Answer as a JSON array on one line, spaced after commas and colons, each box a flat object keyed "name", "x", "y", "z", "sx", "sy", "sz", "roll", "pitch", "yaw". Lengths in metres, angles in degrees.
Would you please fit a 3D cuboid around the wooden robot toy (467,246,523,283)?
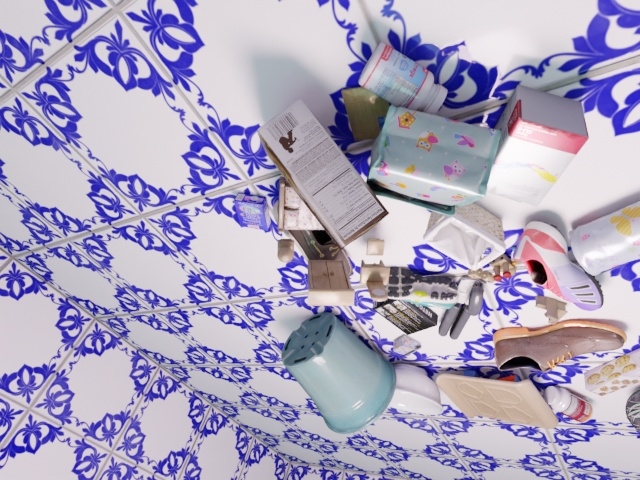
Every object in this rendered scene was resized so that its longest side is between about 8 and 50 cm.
[{"name": "wooden robot toy", "x": 0.491, "y": 0.084, "z": 1.136, "sx": 0.079, "sy": 0.076, "sz": 0.173, "roll": 30, "pitch": 141, "yaw": -28}]

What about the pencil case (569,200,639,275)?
[{"name": "pencil case", "x": 0.687, "y": -0.019, "z": 0.902, "sx": 0.124, "sy": 0.114, "sz": 0.273, "roll": 31, "pitch": 139, "yaw": -21}]

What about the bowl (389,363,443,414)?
[{"name": "bowl", "x": 0.347, "y": 0.581, "z": 1.681, "sx": 0.297, "sy": 0.134, "sz": 0.298, "roll": 14, "pitch": 149, "yaw": 8}]

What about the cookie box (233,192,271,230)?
[{"name": "cookie box", "x": -0.201, "y": -0.085, "z": 1.254, "sx": 0.091, "sy": 0.040, "sz": 0.107, "roll": 10, "pitch": 139, "yaw": 12}]

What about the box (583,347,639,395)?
[{"name": "box", "x": 0.950, "y": 0.388, "z": 1.284, "sx": 0.063, "sy": 0.067, "sz": 0.324, "roll": 23, "pitch": 141, "yaw": -3}]

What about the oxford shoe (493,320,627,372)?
[{"name": "oxford shoe", "x": 0.711, "y": 0.334, "z": 1.270, "sx": 0.363, "sy": 0.133, "sz": 0.130, "roll": -19, "pitch": 126, "yaw": 37}]

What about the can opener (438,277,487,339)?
[{"name": "can opener", "x": 0.429, "y": 0.225, "z": 1.293, "sx": 0.075, "sy": 0.095, "sz": 0.284, "roll": 15, "pitch": 133, "yaw": 8}]

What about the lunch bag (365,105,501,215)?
[{"name": "lunch bag", "x": 0.213, "y": -0.153, "z": 0.886, "sx": 0.223, "sy": 0.160, "sz": 0.262, "roll": 15, "pitch": 176, "yaw": 2}]

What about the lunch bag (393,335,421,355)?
[{"name": "lunch bag", "x": 0.323, "y": 0.395, "z": 1.565, "sx": 0.083, "sy": 0.053, "sz": 0.071, "roll": 22, "pitch": 142, "yaw": -17}]

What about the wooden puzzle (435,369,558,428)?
[{"name": "wooden puzzle", "x": 0.664, "y": 0.586, "z": 1.595, "sx": 0.347, "sy": 0.081, "sz": 0.322, "roll": -14, "pitch": 129, "yaw": 42}]

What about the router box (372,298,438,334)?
[{"name": "router box", "x": 0.283, "y": 0.240, "z": 1.411, "sx": 0.179, "sy": 0.046, "sz": 0.133, "roll": 38, "pitch": 137, "yaw": -20}]

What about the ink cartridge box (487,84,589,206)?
[{"name": "ink cartridge box", "x": 0.405, "y": -0.181, "z": 0.826, "sx": 0.127, "sy": 0.128, "sz": 0.176, "roll": 17, "pitch": 139, "yaw": 5}]

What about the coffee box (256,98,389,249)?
[{"name": "coffee box", "x": 0.004, "y": -0.131, "z": 0.919, "sx": 0.297, "sy": 0.119, "sz": 0.168, "roll": 53, "pitch": 177, "yaw": 2}]

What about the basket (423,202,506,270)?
[{"name": "basket", "x": 0.356, "y": -0.023, "z": 1.042, "sx": 0.167, "sy": 0.103, "sz": 0.113, "roll": 30, "pitch": 139, "yaw": -10}]

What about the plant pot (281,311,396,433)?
[{"name": "plant pot", "x": 0.051, "y": 0.469, "z": 1.571, "sx": 0.341, "sy": 0.341, "sz": 0.334, "roll": -21, "pitch": 118, "yaw": 38}]

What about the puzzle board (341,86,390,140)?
[{"name": "puzzle board", "x": 0.107, "y": -0.281, "z": 0.931, "sx": 0.096, "sy": 0.011, "sz": 0.128, "roll": -1, "pitch": 136, "yaw": 22}]

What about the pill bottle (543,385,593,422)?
[{"name": "pill bottle", "x": 0.884, "y": 0.583, "z": 1.513, "sx": 0.152, "sy": 0.086, "sz": 0.086, "roll": 27, "pitch": 140, "yaw": -7}]

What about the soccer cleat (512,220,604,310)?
[{"name": "soccer cleat", "x": 0.583, "y": 0.091, "z": 1.042, "sx": 0.318, "sy": 0.116, "sz": 0.108, "roll": 44, "pitch": 168, "yaw": -22}]

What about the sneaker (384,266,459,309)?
[{"name": "sneaker", "x": 0.274, "y": 0.158, "z": 1.280, "sx": 0.275, "sy": 0.107, "sz": 0.110, "roll": 11, "pitch": 148, "yaw": 17}]

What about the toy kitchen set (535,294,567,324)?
[{"name": "toy kitchen set", "x": 0.648, "y": 0.212, "z": 1.210, "sx": 0.083, "sy": 0.068, "sz": 0.075, "roll": 16, "pitch": 140, "yaw": 5}]

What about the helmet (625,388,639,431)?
[{"name": "helmet", "x": 1.069, "y": 0.542, "z": 1.333, "sx": 0.161, "sy": 0.169, "sz": 0.169, "roll": 9, "pitch": 141, "yaw": -11}]

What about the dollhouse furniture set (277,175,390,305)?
[{"name": "dollhouse furniture set", "x": 0.045, "y": -0.033, "z": 1.044, "sx": 0.303, "sy": 0.174, "sz": 0.356, "roll": 1, "pitch": 114, "yaw": -5}]

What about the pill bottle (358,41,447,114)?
[{"name": "pill bottle", "x": 0.161, "y": -0.305, "z": 0.821, "sx": 0.160, "sy": 0.087, "sz": 0.087, "roll": 27, "pitch": 140, "yaw": -9}]

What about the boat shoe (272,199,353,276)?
[{"name": "boat shoe", "x": 0.000, "y": 0.000, "z": 1.212, "sx": 0.096, "sy": 0.117, "sz": 0.324, "roll": -18, "pitch": 121, "yaw": 40}]
